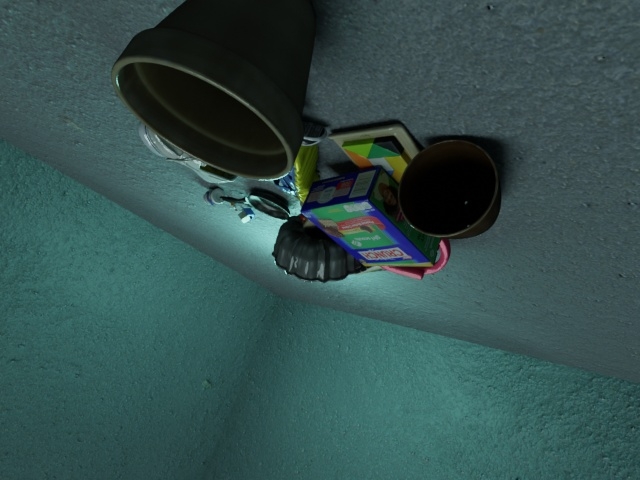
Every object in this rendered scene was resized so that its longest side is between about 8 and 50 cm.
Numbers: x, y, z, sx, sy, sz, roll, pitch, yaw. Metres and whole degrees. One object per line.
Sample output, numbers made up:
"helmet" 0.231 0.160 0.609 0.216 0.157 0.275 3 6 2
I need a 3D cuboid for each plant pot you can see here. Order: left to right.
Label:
"plant pot" -0.143 -0.306 0.806 0.323 0.280 0.323 21 163 7
"plant pot" 0.326 -0.089 1.064 0.215 0.215 0.230 11 174 35

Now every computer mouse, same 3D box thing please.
"computer mouse" -0.079 -0.273 1.159 0.193 0.106 0.042 15 139 7

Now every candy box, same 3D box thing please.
"candy box" 0.146 -0.050 1.307 0.317 0.122 0.268 38 153 -33

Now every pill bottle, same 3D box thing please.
"pill bottle" -0.462 -0.186 1.980 0.067 0.067 0.120 33 161 -31

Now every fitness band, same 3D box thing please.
"fitness band" 0.276 0.014 1.496 0.291 0.054 0.208 16 124 23

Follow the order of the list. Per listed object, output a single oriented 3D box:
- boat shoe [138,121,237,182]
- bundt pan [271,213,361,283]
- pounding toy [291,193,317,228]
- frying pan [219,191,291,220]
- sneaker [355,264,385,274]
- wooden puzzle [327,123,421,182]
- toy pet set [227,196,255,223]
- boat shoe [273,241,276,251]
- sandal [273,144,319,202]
"boat shoe" -0.397 -0.282 1.474 0.157 0.135 0.367 11 163 36
"bundt pan" -0.008 0.001 1.631 0.331 0.331 0.124 17 126 18
"pounding toy" -0.038 -0.119 1.550 0.100 0.141 0.130 -3 168 -14
"frying pan" -0.247 -0.142 1.868 0.326 0.053 0.197 7 158 47
"sneaker" 0.222 0.085 1.781 0.300 0.111 0.121 -10 156 31
"wooden puzzle" 0.161 -0.202 1.157 0.221 0.044 0.239 5 156 46
"toy pet set" -0.344 -0.141 2.027 0.114 0.065 0.122 54 174 26
"boat shoe" -0.091 0.083 2.288 0.158 0.127 0.340 6 166 27
"sandal" -0.083 -0.206 1.337 0.138 0.126 0.317 25 163 7
